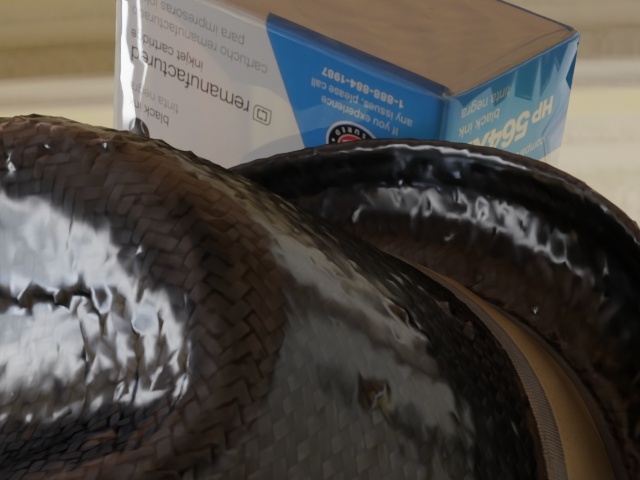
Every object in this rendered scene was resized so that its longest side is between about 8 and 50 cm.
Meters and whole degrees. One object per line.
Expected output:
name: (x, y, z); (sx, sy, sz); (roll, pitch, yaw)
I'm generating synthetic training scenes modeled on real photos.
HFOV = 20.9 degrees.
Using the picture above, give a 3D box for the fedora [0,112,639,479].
fedora: (-0.073, 0.065, 0.449); (0.334, 0.152, 0.334); (-23, -135, 25)

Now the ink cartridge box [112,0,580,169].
ink cartridge box: (0.000, 0.000, 0.647); (0.148, 0.203, 0.086); (25, -144, 30)
